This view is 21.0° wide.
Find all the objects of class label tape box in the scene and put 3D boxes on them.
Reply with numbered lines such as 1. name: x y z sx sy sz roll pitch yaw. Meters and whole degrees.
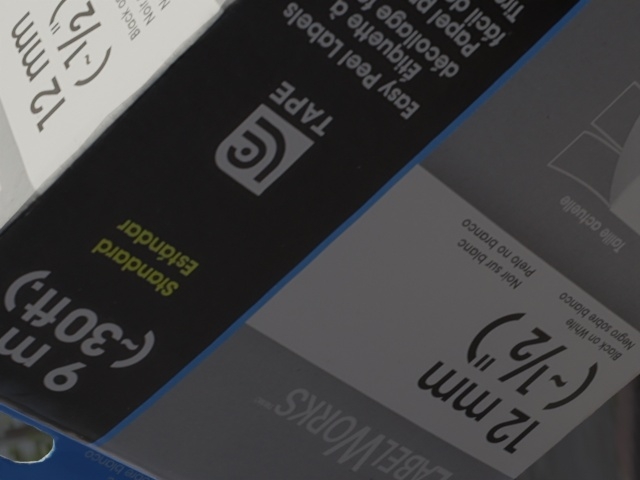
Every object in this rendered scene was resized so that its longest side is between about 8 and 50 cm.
1. label tape box: -0.024 0.012 0.594 0.249 0.347 0.115 34 -162 -42
